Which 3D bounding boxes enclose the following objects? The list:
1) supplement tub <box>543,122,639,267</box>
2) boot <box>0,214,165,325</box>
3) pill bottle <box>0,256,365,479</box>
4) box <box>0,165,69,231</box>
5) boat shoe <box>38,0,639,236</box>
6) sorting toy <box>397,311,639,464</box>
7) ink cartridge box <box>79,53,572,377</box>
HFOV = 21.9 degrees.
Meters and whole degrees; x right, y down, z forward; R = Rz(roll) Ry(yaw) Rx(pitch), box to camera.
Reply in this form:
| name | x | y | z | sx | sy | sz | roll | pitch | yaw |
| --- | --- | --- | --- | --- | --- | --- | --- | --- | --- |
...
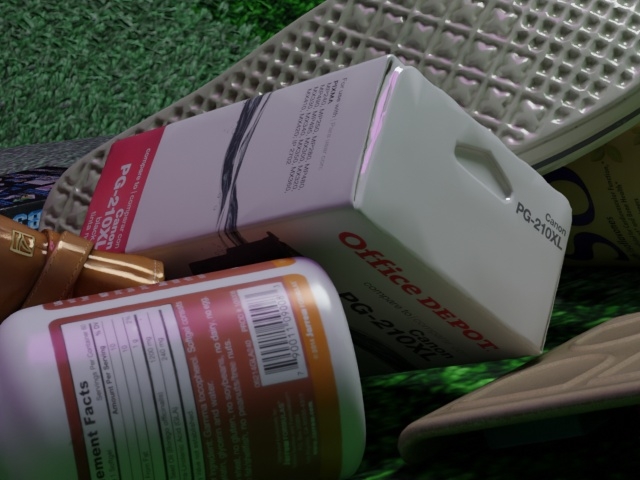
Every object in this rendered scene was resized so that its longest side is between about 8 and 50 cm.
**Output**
| name | x | y | z | sx | sy | sz | roll | pitch | yaw |
| --- | --- | --- | --- | --- | --- | --- | --- | --- | --- |
| supplement tub | 0.212 | -0.098 | 1.272 | 0.331 | 0.241 | 0.241 | -1 | 13 | 40 |
| boot | -0.217 | 0.069 | 0.975 | 0.220 | 0.283 | 0.109 | 10 | 48 | -13 |
| pill bottle | -0.095 | 0.084 | 0.844 | 0.216 | 0.121 | 0.121 | -10 | 10 | -11 |
| box | -0.372 | -0.022 | 1.831 | 0.293 | 0.073 | 0.295 | -16 | 13 | -32 |
| boat shoe | 0.029 | -0.059 | 1.170 | 0.500 | 0.187 | 0.156 | -24 | -30 | 26 |
| sorting toy | 0.212 | 0.053 | 0.902 | 0.229 | 0.041 | 0.307 | -22 | -1 | 42 |
| ink cartridge box | 0.000 | 0.000 | 0.968 | 0.237 | 0.100 | 0.172 | -12 | -37 | 43 |
